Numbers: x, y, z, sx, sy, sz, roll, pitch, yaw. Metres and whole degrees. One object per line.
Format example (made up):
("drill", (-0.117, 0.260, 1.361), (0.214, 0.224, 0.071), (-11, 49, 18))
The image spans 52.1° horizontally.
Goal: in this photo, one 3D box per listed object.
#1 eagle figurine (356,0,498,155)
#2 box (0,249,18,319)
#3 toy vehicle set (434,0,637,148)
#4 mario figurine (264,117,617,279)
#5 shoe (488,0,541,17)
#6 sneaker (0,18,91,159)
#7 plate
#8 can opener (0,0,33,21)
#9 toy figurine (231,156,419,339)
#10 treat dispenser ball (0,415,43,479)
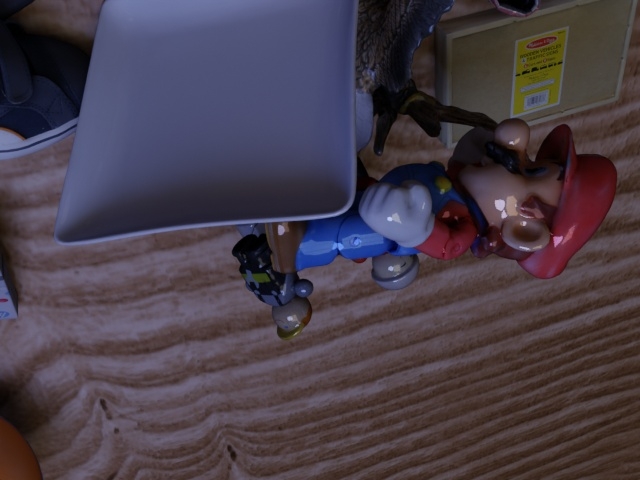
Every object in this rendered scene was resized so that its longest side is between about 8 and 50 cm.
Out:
("eagle figurine", (0.066, -0.249, 0.668), (0.226, 0.225, 0.298), (-9, 142, 4))
("box", (-0.437, 0.050, 0.751), (0.145, 0.038, 0.186), (-4, 156, -20))
("toy vehicle set", (0.280, -0.231, 0.861), (0.266, 0.035, 0.166), (-16, 131, -9))
("mario figurine", (0.110, -0.059, 0.613), (0.320, 0.198, 0.170), (-5, 146, 3))
("shoe", (0.178, -0.317, 0.720), (0.178, 0.081, 0.063), (31, 111, -37))
("sneaker", (-0.323, -0.139, 0.557), (0.321, 0.126, 0.127), (-27, 163, -42))
("plate", (-0.094, -0.128, 0.594), (0.278, 0.277, 0.045), (-6, 156, 18))
("can opener", (-0.250, -0.258, 0.612), (0.186, 0.059, 0.073), (-32, 132, 5))
("toy figurine", (0.000, 0.000, 0.819), (0.209, 0.213, 0.148), (-29, 118, 1))
("treat dispenser ball", (-0.513, 0.353, 0.849), (0.288, 0.288, 0.288), (-11, 130, -13))
